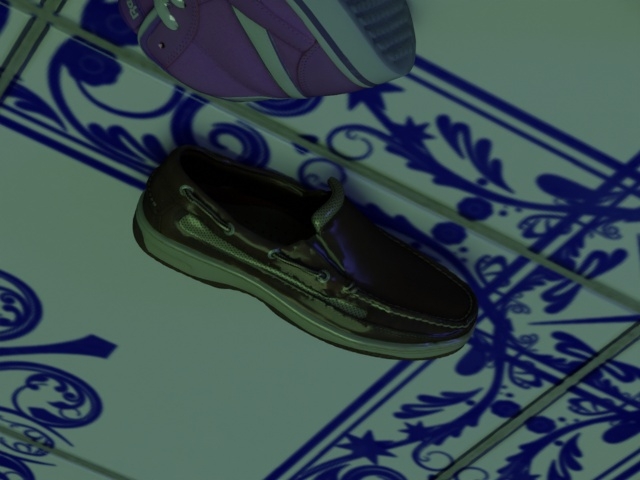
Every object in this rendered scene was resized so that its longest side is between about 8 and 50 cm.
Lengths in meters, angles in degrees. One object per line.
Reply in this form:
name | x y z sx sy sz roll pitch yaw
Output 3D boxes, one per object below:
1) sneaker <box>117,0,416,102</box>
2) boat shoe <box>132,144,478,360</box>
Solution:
sneaker | -0.073 -0.175 0.975 0.161 0.102 0.282 -9 137 26
boat shoe | -0.001 0.006 1.179 0.257 0.095 0.095 18 134 -9
